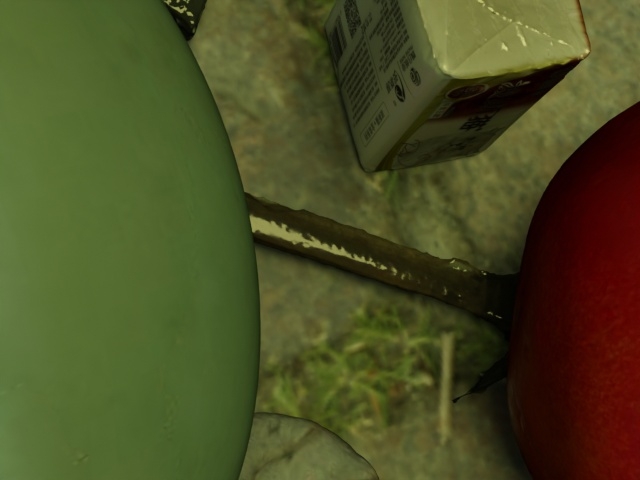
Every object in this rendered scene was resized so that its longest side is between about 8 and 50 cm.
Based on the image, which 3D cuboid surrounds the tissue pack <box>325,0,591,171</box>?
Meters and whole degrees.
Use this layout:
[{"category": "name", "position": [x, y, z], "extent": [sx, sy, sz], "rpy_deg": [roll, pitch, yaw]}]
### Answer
[{"category": "tissue pack", "position": [0.072, -0.114, 0.642], "extent": [0.099, 0.149, 0.106], "rpy_deg": [-11, 79, -16]}]

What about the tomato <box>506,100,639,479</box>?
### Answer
[{"category": "tomato", "position": [0.212, 0.048, 0.583], "extent": [0.226, 0.298, 0.299], "rpy_deg": [10, 72, 11]}]

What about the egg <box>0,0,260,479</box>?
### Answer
[{"category": "egg", "position": [-0.170, -0.002, 0.484], "extent": [0.276, 0.276, 0.389], "rpy_deg": [-17, 86, -18]}]

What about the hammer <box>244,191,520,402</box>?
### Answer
[{"category": "hammer", "position": [0.000, 0.000, 0.660], "extent": [0.297, 0.027, 0.125], "rpy_deg": [20, 67, -9]}]

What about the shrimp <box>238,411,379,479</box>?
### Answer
[{"category": "shrimp", "position": [-0.013, 0.251, 0.545], "extent": [0.145, 0.116, 0.343], "rpy_deg": [-5, 70, -15]}]

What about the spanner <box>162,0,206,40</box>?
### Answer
[{"category": "spanner", "position": [-0.176, -0.158, 0.657], "extent": [0.325, 0.026, 0.093], "rpy_deg": [-3, 76, -14]}]
